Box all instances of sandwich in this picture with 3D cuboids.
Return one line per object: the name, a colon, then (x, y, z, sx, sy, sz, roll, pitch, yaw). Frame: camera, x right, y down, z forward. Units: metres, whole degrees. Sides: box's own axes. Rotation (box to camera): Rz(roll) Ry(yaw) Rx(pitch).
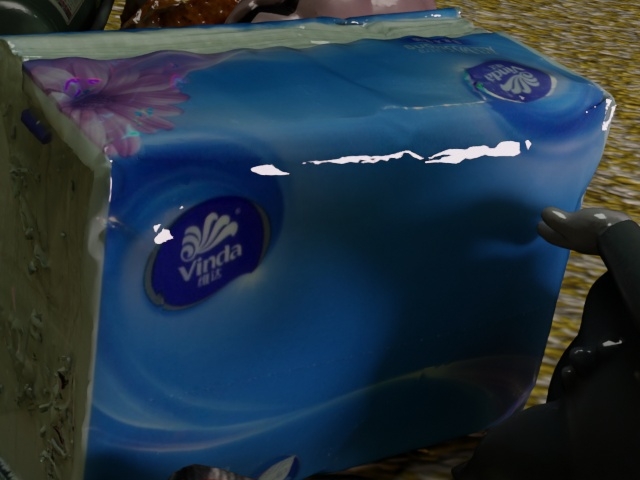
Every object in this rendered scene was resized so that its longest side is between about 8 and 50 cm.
sandwich: (-0.086, -0.173, 1.132, 0.160, 0.109, 0.185, -1, 25, -27)

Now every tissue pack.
tissue pack: (-0.020, 0.008, 0.628, 0.263, 0.198, 0.146, -9, 32, -34)

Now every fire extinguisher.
fire extinguisher: (-0.235, -0.165, 1.077, 0.118, 0.093, 0.294, 15, 23, -6)

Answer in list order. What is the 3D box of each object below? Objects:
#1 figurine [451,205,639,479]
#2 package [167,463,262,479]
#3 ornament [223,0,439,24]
figurine: (0.183, 0.058, 0.555, 0.193, 0.140, 0.265, 8, -11, -10)
package: (0.078, 0.164, 0.473, 0.270, 0.071, 0.194, 1, 32, -9)
ornament: (0.012, -0.116, 0.957, 0.178, 0.177, 0.177, 8, 23, -3)
